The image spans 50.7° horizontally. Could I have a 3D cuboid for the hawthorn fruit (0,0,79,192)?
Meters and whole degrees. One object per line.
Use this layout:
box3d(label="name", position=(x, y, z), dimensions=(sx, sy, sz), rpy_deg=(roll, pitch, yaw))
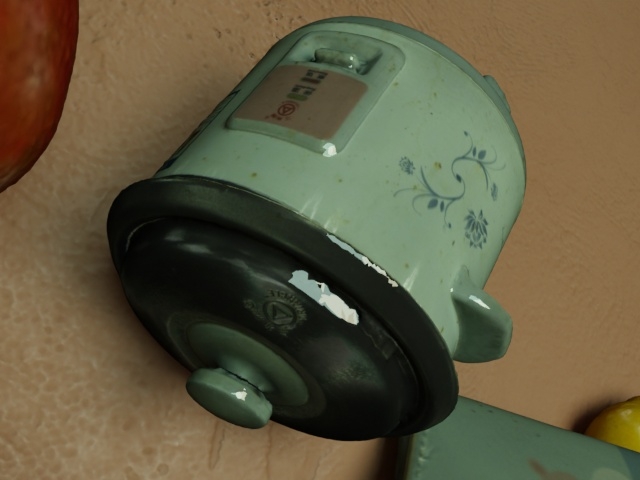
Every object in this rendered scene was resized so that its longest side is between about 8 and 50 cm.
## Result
box3d(label="hawthorn fruit", position=(-0.265, -0.144, 0.364), dimensions=(0.295, 0.311, 0.295), rpy_deg=(26, 46, -31))

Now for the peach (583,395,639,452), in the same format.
box3d(label="peach", position=(0.356, 0.253, 0.719), dimensions=(0.179, 0.103, 0.179), rpy_deg=(4, 82, -26))

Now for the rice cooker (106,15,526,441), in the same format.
box3d(label="rice cooker", position=(0.000, 0.000, 0.502), dimensions=(0.316, 0.264, 0.317), rpy_deg=(-3, 51, 4))

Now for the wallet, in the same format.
box3d(label="wallet", position=(0.227, 0.263, 0.551), dimensions=(0.360, 0.083, 0.252), rpy_deg=(16, 39, 2))
